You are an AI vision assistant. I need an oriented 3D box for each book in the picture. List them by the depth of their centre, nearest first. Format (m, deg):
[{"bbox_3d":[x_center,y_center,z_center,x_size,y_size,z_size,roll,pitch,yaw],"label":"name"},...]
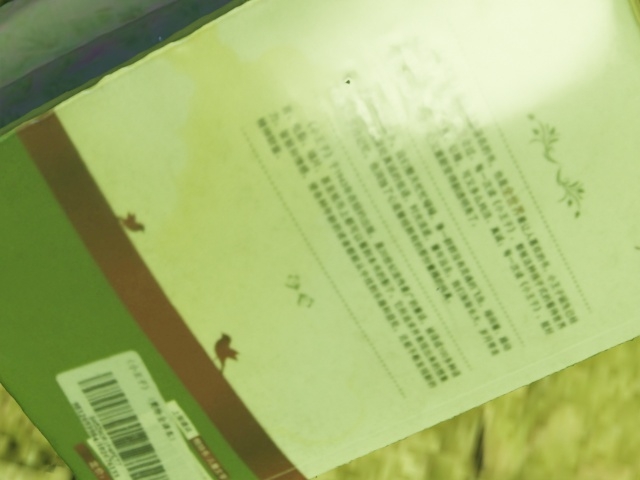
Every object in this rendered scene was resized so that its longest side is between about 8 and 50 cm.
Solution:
[{"bbox_3d":[0.000,0.000,0.425,0.289,0.201,0.026,-25,24,10],"label":"book"}]

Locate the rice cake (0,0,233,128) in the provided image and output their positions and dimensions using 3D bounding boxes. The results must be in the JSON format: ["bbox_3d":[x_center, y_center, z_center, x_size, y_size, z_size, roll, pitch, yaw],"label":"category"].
[{"bbox_3d":[-0.096,-0.093,0.553,0.298,0.050,0.106,-23,68,13],"label":"rice cake"}]
